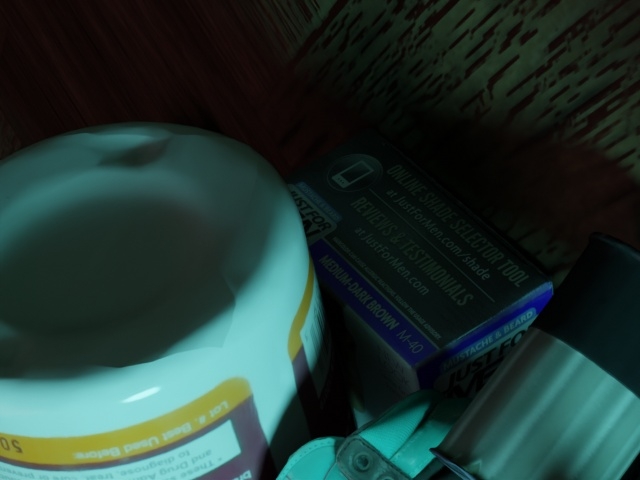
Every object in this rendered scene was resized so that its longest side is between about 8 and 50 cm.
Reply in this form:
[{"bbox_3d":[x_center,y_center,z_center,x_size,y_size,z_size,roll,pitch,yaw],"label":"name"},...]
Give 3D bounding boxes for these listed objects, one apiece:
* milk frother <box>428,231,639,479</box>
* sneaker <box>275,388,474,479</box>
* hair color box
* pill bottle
[{"bbox_3d":[0.152,0.091,0.880,0.129,0.134,0.143,39,175,-29],"label":"milk frother"},{"bbox_3d":[0.046,0.181,0.943,0.178,0.295,0.123,26,132,3],"label":"sneaker"},{"bbox_3d":[0.068,0.116,1.200,0.185,0.110,0.338,43,155,41],"label":"hair color box"},{"bbox_3d":[-0.085,0.143,1.113,0.224,0.224,0.392,41,154,43],"label":"pill bottle"}]
